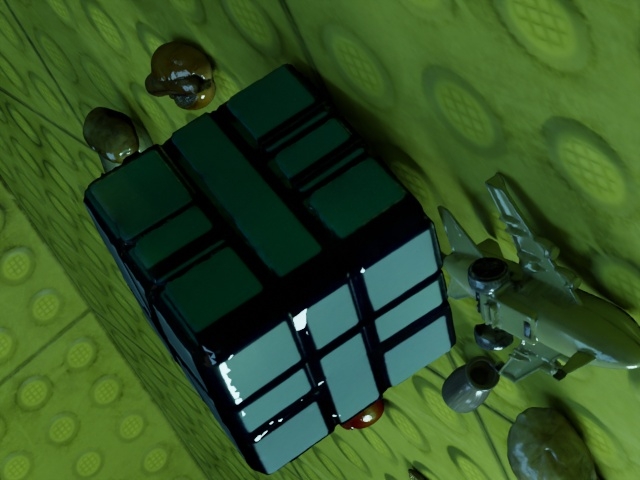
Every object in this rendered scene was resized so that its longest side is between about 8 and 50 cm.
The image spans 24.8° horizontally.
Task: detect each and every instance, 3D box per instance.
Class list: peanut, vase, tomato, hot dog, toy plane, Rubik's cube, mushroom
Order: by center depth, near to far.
[{"bbox_3d":[0.204,0.061,1.389,0.256,0.104,0.242,41,147,47],"label":"toy plane"},{"bbox_3d":[-0.050,0.032,1.583,0.288,0.283,0.293,51,170,35],"label":"Rubik's cube"},{"bbox_3d":[0.277,0.278,1.680,0.099,0.099,0.214,31,155,47],"label":"peanut"},{"bbox_3d":[0.183,0.173,1.760,0.053,0.053,0.100,47,159,8],"label":"vase"},{"bbox_3d":[-0.179,-0.206,1.836,0.140,0.060,0.089,32,152,55],"label":"hot dog"},{"bbox_3d":[0.052,0.249,2.231,0.087,0.075,0.087,48,164,18],"label":"tomato"},{"bbox_3d":[-0.299,-0.111,2.322,0.107,0.087,0.333,48,168,20],"label":"mushroom"}]

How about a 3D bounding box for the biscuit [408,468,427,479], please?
[{"bbox_3d":[0.209,0.463,2.401,0.144,0.016,0.203,36,158,39],"label":"biscuit"}]
